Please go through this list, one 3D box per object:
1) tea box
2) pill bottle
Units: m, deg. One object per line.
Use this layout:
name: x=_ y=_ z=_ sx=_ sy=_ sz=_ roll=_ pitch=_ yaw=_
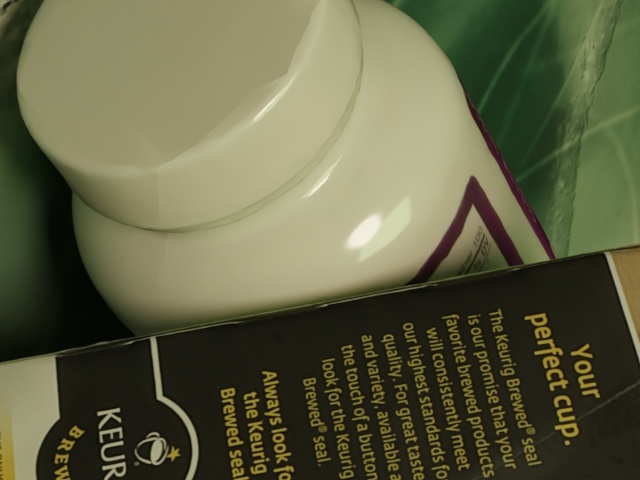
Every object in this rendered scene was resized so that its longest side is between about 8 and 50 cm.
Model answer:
tea box: x=0.022 y=0.210 z=0.669 sx=0.220 sy=0.323 sz=0.329 roll=79 pitch=1 yaw=-53
pill bottle: x=0.000 y=0.000 z=0.803 sx=0.169 sy=0.169 sz=0.301 roll=-57 pitch=143 yaw=-17
